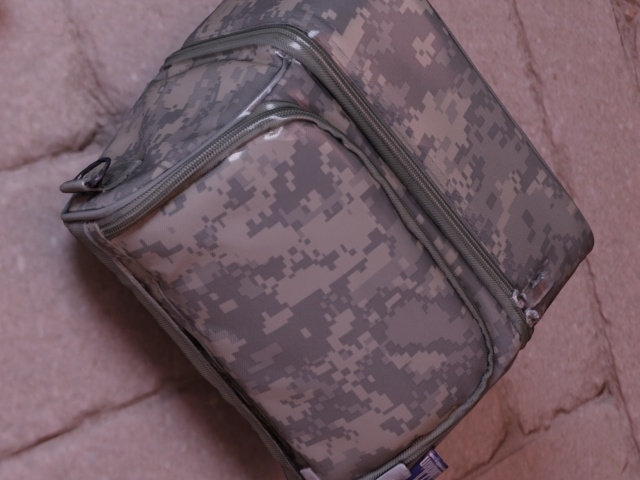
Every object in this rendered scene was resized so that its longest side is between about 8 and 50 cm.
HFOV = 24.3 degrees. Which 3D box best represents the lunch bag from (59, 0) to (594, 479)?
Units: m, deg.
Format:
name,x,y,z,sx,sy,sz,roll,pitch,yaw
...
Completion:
name,x,y,z,sx,sy,sz,roll,pitch,yaw
lunch bag,0.000,0.000,0.994,0.256,0.212,0.305,-49,116,-22
